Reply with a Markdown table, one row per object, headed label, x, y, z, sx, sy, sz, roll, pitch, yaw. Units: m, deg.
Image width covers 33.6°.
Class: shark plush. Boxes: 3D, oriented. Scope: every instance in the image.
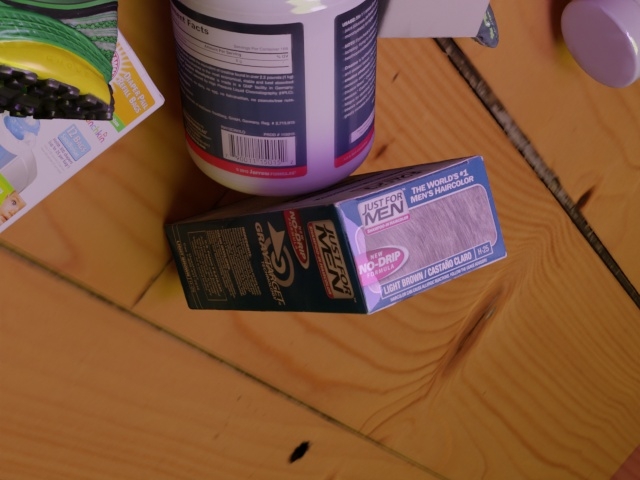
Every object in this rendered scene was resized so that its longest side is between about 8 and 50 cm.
| label | x | y | z | sx | sy | sz | roll | pitch | yaw |
| --- | --- | --- | --- | --- | --- | --- | --- | --- | --- |
| shark plush | 0.179 | -0.299 | 1.210 | 0.073 | 0.067 | 0.161 | -25 | 136 | -27 |

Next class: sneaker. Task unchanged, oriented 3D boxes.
| label | x | y | z | sx | sy | sz | roll | pitch | yaw |
| --- | --- | --- | --- | --- | --- | --- | --- | --- | --- |
| sneaker | -0.261 | -0.188 | 0.706 | 0.343 | 0.134 | 0.146 | 23 | 70 | -64 |

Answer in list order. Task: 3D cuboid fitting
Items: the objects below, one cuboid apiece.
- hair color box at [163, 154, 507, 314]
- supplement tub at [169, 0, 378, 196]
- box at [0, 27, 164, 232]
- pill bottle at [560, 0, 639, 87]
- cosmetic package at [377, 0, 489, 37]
| label | x | y | z | sx | sy | sz | roll | pitch | yaw |
| --- | --- | --- | --- | --- | --- | --- | --- | --- | --- |
| hair color box | 0.000 | 0.000 | 1.068 | 0.174 | 0.347 | 0.105 | -20 | 98 | -32 |
| supplement tub | -0.042 | -0.196 | 0.985 | 0.191 | 0.191 | 0.272 | -26 | 136 | -27 |
| box | -0.257 | -0.116 | 0.915 | 0.203 | 0.103 | 0.114 | -40 | 141 | -11 |
| pill bottle | 0.468 | -0.337 | 1.369 | 0.318 | 0.176 | 0.176 | -37 | 140 | -15 |
| cosmetic package | 0.114 | -0.354 | 0.964 | 0.113 | 0.160 | 0.309 | -4 | 139 | -20 |
